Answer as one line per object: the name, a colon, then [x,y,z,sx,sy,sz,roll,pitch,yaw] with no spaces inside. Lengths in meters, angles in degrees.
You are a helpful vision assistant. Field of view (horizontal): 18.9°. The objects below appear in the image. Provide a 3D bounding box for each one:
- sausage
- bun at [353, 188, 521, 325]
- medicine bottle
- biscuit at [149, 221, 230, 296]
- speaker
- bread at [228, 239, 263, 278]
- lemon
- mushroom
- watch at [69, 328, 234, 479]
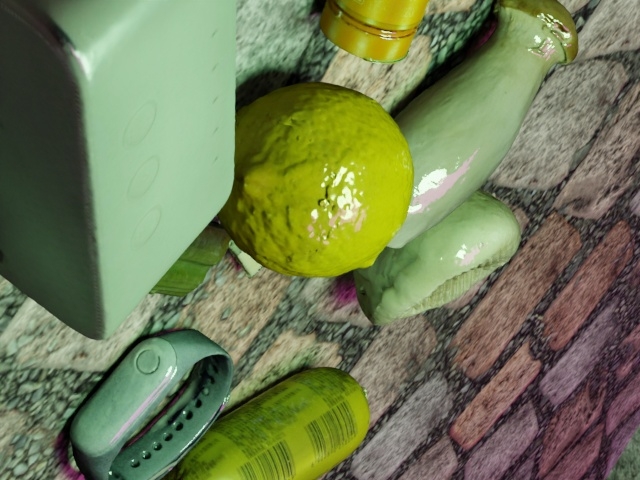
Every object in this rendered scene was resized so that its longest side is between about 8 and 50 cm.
sausage: [-0.062,0.248,2.285,0.347,0.123,0.123,-27,147,-42]
bun: [0.125,0.005,2.263,0.231,0.133,0.231,-30,172,-5]
medicine bottle: [0.071,-0.272,1.818,0.096,0.096,0.192,-23,143,-48]
biscuit: [-0.183,0.005,1.832,0.099,0.038,0.322,-53,157,10]
speaker: [-0.177,-0.116,1.479,0.184,0.183,0.406,-45,159,-27]
bread: [-0.037,-0.029,2.054,0.154,0.028,0.068,-47,156,-8]
lemon: [-0.006,-0.058,1.866,0.192,0.192,0.231,-59,156,16]
mushroom: [0.156,-0.132,2.141,0.350,0.128,0.128,-52,157,-8]
watch: [-0.181,0.188,2.060,0.206,0.068,0.193,-53,156,-3]
